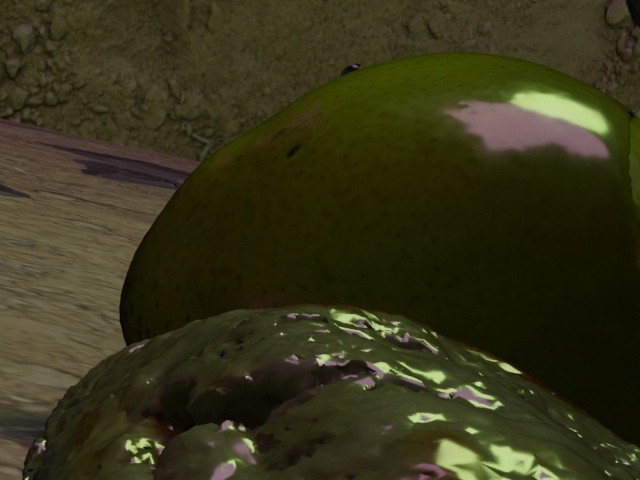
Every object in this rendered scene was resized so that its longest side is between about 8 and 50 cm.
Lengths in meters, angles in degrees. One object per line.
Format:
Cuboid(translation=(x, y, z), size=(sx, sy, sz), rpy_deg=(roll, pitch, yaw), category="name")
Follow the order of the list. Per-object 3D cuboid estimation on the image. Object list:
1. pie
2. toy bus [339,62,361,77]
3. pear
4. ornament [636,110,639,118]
Cuboid(translation=(0.026, 0.072, 0.477), size=(0.201, 0.090, 0.248), rpy_deg=(15, 7, -11), category="pie")
Cuboid(translation=(0.138, 0.016, 1.010), size=(0.288, 0.138, 0.175), rpy_deg=(15, -13, 18), category="toy bus")
Cuboid(translation=(0.034, 0.020, 0.694), size=(0.220, 0.187, 0.187), rpy_deg=(-8, -6, 27), category="pear")
Cuboid(translation=(0.403, -0.024, 1.417), size=(0.337, 0.337, 0.337), rpy_deg=(13, 4, -1), category="ornament")
